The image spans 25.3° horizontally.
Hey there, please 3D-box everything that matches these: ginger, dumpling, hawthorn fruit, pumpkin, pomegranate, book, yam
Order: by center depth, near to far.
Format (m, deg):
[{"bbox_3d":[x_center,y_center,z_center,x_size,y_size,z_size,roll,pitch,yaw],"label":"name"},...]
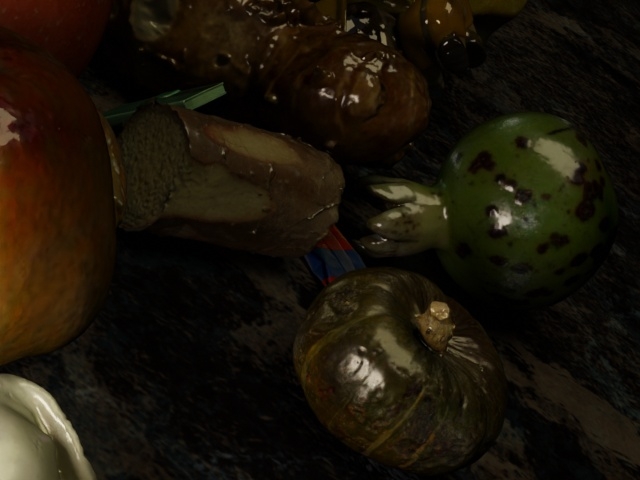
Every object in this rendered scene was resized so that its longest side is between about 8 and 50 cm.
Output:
[{"bbox_3d":[-0.209,0.182,0.996,0.134,0.100,0.169,29,29,-19],"label":"dumpling"},{"bbox_3d":[-0.281,-0.049,1.049,0.268,0.300,0.268,7,22,-3],"label":"hawthorn fruit"},{"bbox_3d":[0.080,0.111,1.368,0.219,0.162,0.219,25,34,-18],"label":"pumpkin"},{"bbox_3d":[-0.091,-0.055,1.468,0.238,0.129,0.128,14,48,-40],"label":"yam"},{"bbox_3d":[-0.177,-0.142,1.518,0.103,0.135,0.017,-38,115,-61],"label":"book"},{"bbox_3d":[-0.059,-0.203,1.613,0.418,0.176,0.254,28,-7,-7],"label":"ginger"},{"bbox_3d":[0.199,-0.045,1.651,0.306,0.242,0.242,16,33,-32],"label":"pomegranate"}]

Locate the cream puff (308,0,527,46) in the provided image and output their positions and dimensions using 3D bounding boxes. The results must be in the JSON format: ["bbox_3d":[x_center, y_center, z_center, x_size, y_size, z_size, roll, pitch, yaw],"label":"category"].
[{"bbox_3d":[0.116,-0.371,2.010,0.378,0.378,0.275,20,61,-27],"label":"cream puff"}]

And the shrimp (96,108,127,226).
[{"bbox_3d":[-0.233,-0.030,1.296,0.061,0.145,0.267,-1,41,18],"label":"shrimp"}]

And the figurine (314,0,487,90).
[{"bbox_3d":[0.071,-0.246,1.811,0.167,0.257,0.192,58,23,-23],"label":"figurine"}]

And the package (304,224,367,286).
[{"bbox_3d":[0.000,0.000,1.593,0.083,0.022,0.200,5,41,-43],"label":"package"}]

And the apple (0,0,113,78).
[{"bbox_3d":[-0.364,-0.254,1.309,0.348,0.277,0.348,27,29,-17],"label":"apple"}]
